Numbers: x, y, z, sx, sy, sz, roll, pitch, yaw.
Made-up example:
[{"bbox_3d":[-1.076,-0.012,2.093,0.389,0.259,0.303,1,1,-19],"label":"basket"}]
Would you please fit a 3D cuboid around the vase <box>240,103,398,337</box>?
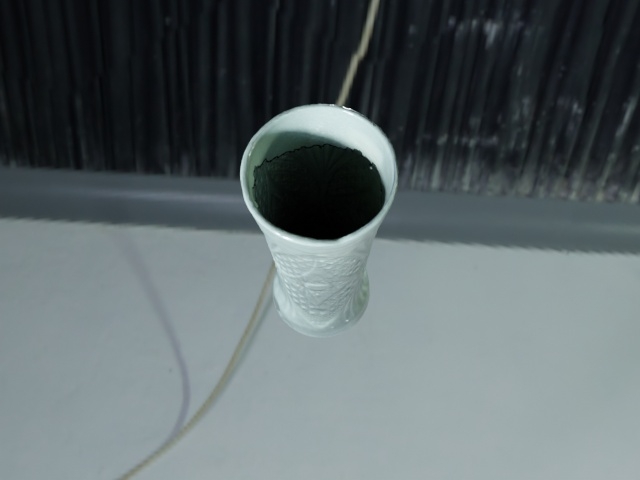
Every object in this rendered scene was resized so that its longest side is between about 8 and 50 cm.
[{"bbox_3d":[0.000,0.000,0.796,0.096,0.219,0.096,0,68,0],"label":"vase"}]
